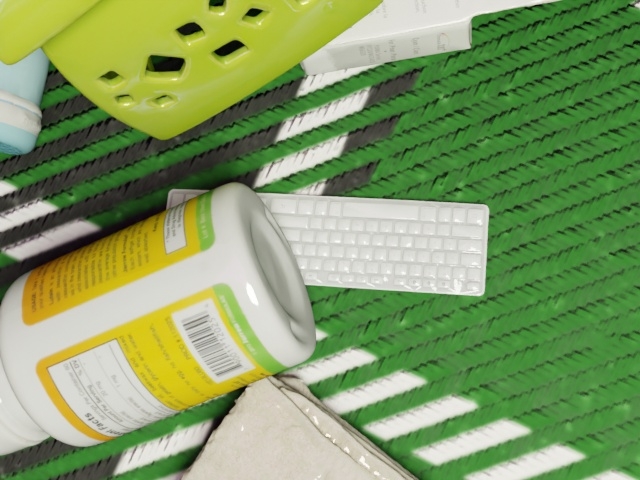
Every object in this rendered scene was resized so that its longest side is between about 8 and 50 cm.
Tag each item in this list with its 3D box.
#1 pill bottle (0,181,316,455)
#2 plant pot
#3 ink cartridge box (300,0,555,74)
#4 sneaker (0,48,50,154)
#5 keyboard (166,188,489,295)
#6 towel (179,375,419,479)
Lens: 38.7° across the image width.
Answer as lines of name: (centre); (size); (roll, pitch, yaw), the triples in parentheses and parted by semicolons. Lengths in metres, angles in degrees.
pill bottle: (-0.139, 0.065, 0.654); (0.246, 0.136, 0.136); (-23, 78, 10)
plant pot: (-0.123, -0.232, 0.634); (0.227, 0.207, 0.228); (-28, 70, 25)
ink cartridge box: (0.091, -0.299, 0.721); (0.261, 0.066, 0.296); (-9, 80, 8)
sneaker: (-0.353, -0.209, 0.748); (0.319, 0.127, 0.208); (18, 85, 2)
keyboard: (0.000, 0.000, 0.711); (0.256, 0.014, 0.072); (3, 81, 9)
towel: (-0.051, 0.252, 0.660); (0.187, 0.049, 0.282); (38, 89, 14)
